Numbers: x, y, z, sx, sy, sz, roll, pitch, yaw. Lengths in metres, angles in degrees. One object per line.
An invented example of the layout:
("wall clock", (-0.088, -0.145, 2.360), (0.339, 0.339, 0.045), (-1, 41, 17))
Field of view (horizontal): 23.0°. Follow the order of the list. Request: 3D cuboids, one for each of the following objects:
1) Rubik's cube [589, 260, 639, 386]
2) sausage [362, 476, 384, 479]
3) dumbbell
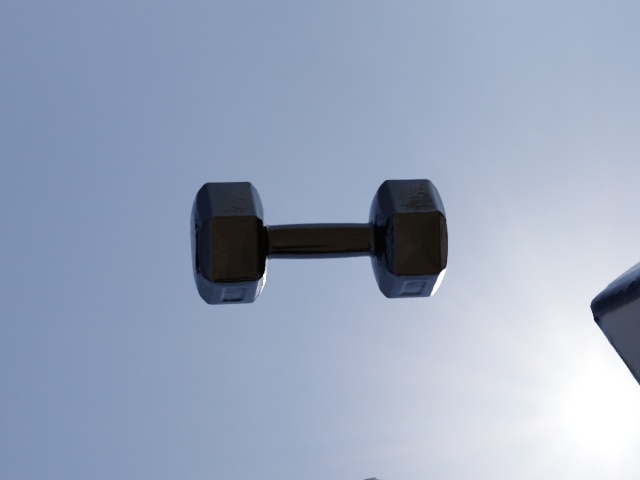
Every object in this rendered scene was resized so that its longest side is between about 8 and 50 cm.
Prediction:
("Rubik's cube", (0.427, 0.047, 0.874), (0.344, 0.344, 0.337), (-34, -93, -24))
("sausage", (0.081, 0.256, 1.177), (0.179, 0.089, 0.089), (44, -128, 17))
("dumbbell", (0.000, 0.000, 0.510), (0.083, 0.040, 0.036), (-2, -54, -9))
